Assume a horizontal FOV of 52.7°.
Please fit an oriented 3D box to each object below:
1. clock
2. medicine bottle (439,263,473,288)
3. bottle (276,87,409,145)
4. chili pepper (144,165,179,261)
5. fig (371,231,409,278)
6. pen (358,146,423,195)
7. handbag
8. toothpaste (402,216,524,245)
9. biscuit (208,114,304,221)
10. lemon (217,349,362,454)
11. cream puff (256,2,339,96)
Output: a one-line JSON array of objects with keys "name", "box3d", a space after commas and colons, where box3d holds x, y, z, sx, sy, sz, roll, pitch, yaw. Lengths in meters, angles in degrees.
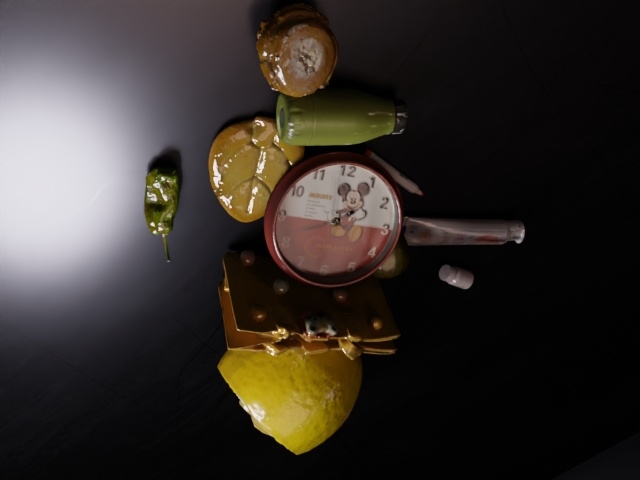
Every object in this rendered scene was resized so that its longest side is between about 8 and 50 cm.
[{"name": "clock", "box3d": [0.032, -0.043, 1.424, 0.319, 0.080, 0.318, -5, 112, -12]}, {"name": "medicine bottle", "box3d": [0.365, 0.096, 1.737, 0.089, 0.052, 0.052, 19, 123, -31]}, {"name": "bottle", "box3d": [0.048, -0.246, 1.285, 0.260, 0.112, 0.112, -4, 132, -17]}, {"name": "chili pepper", "box3d": [-0.337, -0.064, 1.363, 0.072, 0.073, 0.203, 10, 118, -3]}, {"name": "fig", "box3d": [0.144, 0.001, 1.562, 0.127, 0.184, 0.133, -19, -179, 35]}, {"name": "pen", "box3d": [0.167, -0.151, 1.469, 0.218, 0.026, 0.026, 30, 117, -36]}, {"name": "handbag", "box3d": [-0.028, 0.150, 1.506, 0.401, 0.283, 0.133, 6, 125, -20]}, {"name": "toothpaste", "box3d": [0.350, -0.021, 1.622, 0.323, 0.066, 0.100, 0, 136, -11]}, {"name": "biscuit", "box3d": [-0.138, -0.145, 1.367, 0.203, 0.041, 0.260, 2, 126, -22]}, {"name": "lemon", "box3d": [-0.053, 0.328, 1.630, 0.365, 0.364, 0.364, -9, 133, -9]}, {"name": "cream puff", "box3d": [-0.047, -0.344, 1.165, 0.150, 0.115, 0.165, 9, 119, -33]}]
